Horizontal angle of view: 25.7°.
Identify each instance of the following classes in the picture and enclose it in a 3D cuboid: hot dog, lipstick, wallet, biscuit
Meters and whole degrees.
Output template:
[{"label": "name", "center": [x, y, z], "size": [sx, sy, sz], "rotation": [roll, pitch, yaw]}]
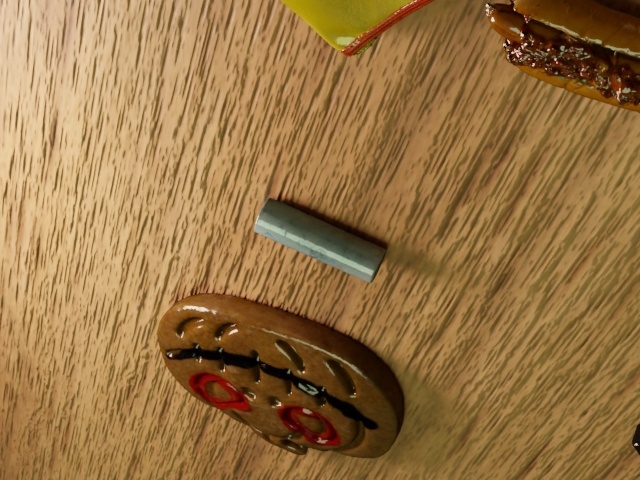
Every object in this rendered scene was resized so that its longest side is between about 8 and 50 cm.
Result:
[{"label": "hot dog", "center": [0.265, -0.166, 1.299], "size": [0.249, 0.076, 0.102], "rotation": [22, 147, 8]}, {"label": "lipstick", "center": [0.000, 0.000, 1.701], "size": [0.158, 0.048, 0.048], "rotation": [24, 144, 7]}, {"label": "wallet", "center": [0.054, -0.270, 1.337], "size": [0.141, 0.067, 0.241], "rotation": [39, 148, -21]}, {"label": "biscuit", "center": [-0.060, 0.209, 1.981], "size": [0.367, 0.063, 0.314], "rotation": [17, 141, 15]}]

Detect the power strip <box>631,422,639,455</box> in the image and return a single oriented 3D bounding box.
[{"label": "power strip", "center": [0.436, 0.243, 1.705], "size": [0.111, 0.038, 0.029], "rotation": [-7, 132, 40]}]
